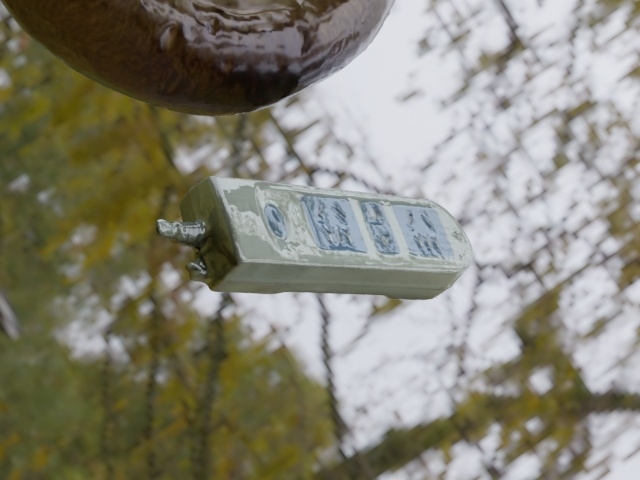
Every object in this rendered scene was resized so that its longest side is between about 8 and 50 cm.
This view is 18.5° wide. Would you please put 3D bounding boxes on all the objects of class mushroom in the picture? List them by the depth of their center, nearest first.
[{"bbox_3d":[-0.090,-0.251,1.453,0.345,0.345,0.239,58,-2,-7],"label":"mushroom"}]

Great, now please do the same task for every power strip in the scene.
[{"bbox_3d":[0.000,0.000,0.901,0.030,0.191,0.047,-41,-122,38],"label":"power strip"}]
